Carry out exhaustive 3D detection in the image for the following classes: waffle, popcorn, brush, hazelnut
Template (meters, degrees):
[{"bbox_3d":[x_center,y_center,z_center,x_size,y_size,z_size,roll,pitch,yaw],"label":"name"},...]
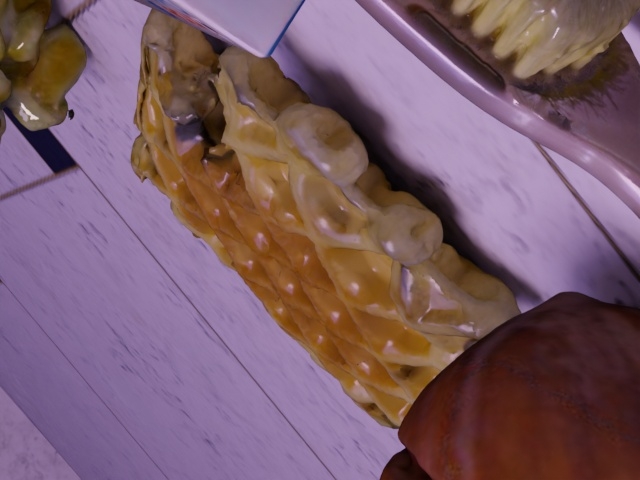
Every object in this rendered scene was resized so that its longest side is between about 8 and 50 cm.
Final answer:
[{"bbox_3d":[-0.002,0.001,0.912,0.250,0.056,0.261,46,162,7],"label":"waffle"},{"bbox_3d":[-0.216,-0.125,1.081,0.135,0.162,0.141,-88,-6,-62],"label":"popcorn"},{"bbox_3d":[0.087,-0.047,0.552,0.313,0.072,0.067,47,150,2],"label":"brush"},{"bbox_3d":[0.107,0.111,0.707,0.182,0.182,0.182,44,163,17],"label":"hazelnut"}]

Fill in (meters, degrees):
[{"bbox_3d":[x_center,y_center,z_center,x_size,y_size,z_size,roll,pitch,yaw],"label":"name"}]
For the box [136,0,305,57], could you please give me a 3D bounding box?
[{"bbox_3d":[-0.149,-0.169,0.694,0.265,0.048,0.273,34,180,-24],"label":"box"}]
